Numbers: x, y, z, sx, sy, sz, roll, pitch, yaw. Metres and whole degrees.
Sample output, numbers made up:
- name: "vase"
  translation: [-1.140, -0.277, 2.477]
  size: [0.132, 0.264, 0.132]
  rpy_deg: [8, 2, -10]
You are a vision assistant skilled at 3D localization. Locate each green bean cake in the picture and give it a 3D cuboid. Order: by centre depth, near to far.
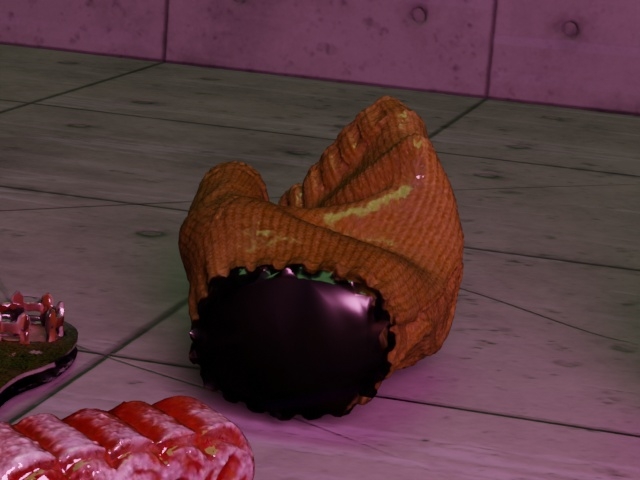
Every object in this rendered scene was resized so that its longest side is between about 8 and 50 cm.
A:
- name: "green bean cake"
  translation: [-0.093, 0.140, 0.818]
  size: [0.135, 0.135, 0.056]
  rpy_deg: [-5, 16, -35]

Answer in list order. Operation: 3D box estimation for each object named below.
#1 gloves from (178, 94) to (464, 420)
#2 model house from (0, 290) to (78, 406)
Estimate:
- name: "gloves"
  translation: [0.000, 0.017, 1.357]
  size: [0.203, 0.155, 0.356]
  rpy_deg: [0, 27, 10]
- name: "model house"
  translation: [-0.282, 0.021, 1.250]
  size: [0.207, 0.154, 0.294]
  rpy_deg: [5, 12, 10]
